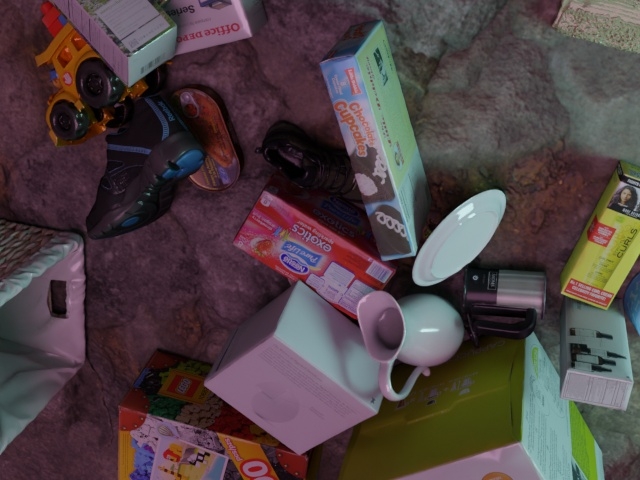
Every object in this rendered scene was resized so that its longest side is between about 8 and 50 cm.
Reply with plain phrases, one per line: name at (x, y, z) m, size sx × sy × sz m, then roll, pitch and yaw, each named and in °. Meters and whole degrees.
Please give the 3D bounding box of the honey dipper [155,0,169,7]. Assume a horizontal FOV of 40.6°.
honey dipper at (-0.281, -0.410, 1.267) m, size 0.030 × 0.030 × 0.160 m, roll -36°, pitch 99°, yaw 29°

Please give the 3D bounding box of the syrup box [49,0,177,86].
syrup box at (-0.325, -0.355, 1.278) m, size 0.237 × 0.093 × 0.096 m, roll 47°, pitch 159°, yaw 5°

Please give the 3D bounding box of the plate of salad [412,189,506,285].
plate of salad at (0.217, -0.008, 1.384) m, size 0.048 × 0.200 × 0.199 m, roll 47°, pitch 127°, yaw 28°

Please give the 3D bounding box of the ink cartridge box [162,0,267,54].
ink cartridge box at (-0.189, -0.404, 1.313) m, size 0.154 × 0.093 × 0.212 m, roll -7°, pitch 118°, yaw 19°

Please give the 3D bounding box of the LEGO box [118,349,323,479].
LEGO box at (-0.206, 0.511, 1.767) m, size 0.373 × 0.193 × 0.500 m, roll 12°, pitch 121°, yaw 8°

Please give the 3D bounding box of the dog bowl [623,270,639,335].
dog bowl at (0.613, 0.069, 1.367) m, size 0.166 × 0.074 × 0.297 m, roll 32°, pitch 122°, yaw -4°

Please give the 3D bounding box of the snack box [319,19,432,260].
snack box at (0.093, -0.154, 1.318) m, size 0.060 × 0.187 × 0.321 m, roll -9°, pitch 115°, yaw 21°

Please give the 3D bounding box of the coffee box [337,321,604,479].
coffee box at (0.270, 0.401, 1.490) m, size 0.338 × 0.338 × 0.334 m, roll -24°, pitch 109°, yaw 25°

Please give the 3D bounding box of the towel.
towel at (0.415, -0.327, 1.227) m, size 0.148 × 0.027 × 0.110 m, roll 17°, pitch 122°, yaw 6°

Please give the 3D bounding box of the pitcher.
pitcher at (0.154, 0.174, 1.439) m, size 0.126 × 0.207 × 0.177 m, roll -8°, pitch 80°, yaw 37°

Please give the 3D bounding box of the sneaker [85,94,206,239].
sneaker at (-0.319, -0.117, 1.499) m, size 0.341 × 0.125 × 0.139 m, roll -39°, pitch 77°, yaw 41°

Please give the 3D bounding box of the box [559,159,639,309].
box at (0.465, -0.006, 1.374) m, size 0.087 × 0.058 × 0.232 m, roll 21°, pitch 122°, yaw 2°

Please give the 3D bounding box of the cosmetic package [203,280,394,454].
cosmetic package at (-0.035, 0.222, 1.485) m, size 0.224 × 0.138 × 0.225 m, roll 40°, pitch 134°, yaw -14°

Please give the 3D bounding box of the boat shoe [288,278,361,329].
boat shoe at (0.004, 0.156, 1.568) m, size 0.096 × 0.098 × 0.277 m, roll -23°, pitch 111°, yaw 24°

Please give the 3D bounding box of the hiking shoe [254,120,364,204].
hiking shoe at (0.001, -0.107, 1.412) m, size 0.227 × 0.114 × 0.086 m, roll 24°, pitch 122°, yaw 1°

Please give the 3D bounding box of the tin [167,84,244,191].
tin at (-0.198, -0.174, 1.477) m, size 0.106 × 0.040 × 0.189 m, roll -11°, pitch 115°, yaw 16°

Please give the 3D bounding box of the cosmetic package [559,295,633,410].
cosmetic package at (0.433, 0.167, 1.372) m, size 0.099 × 0.239 × 0.060 m, roll 11°, pitch 119°, yaw 9°

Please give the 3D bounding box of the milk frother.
milk frother at (0.312, 0.118, 1.475) m, size 0.135 × 0.129 × 0.143 m, roll 4°, pitch 162°, yaw 14°

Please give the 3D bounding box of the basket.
basket at (-0.633, 0.159, 1.619) m, size 0.267 × 0.331 × 0.328 m, roll 16°, pitch 121°, yaw 13°

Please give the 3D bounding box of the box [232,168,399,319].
box at (0.000, 0.000, 1.467) m, size 0.257 × 0.122 × 0.128 m, roll 31°, pitch 121°, yaw -3°

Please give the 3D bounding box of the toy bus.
toy bus at (-0.388, -0.289, 1.412) m, size 0.220 × 0.149 × 0.211 m, roll -37°, pitch 90°, yaw 32°
